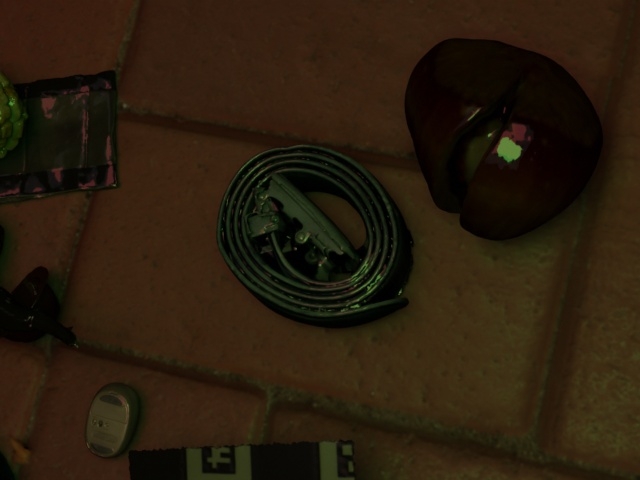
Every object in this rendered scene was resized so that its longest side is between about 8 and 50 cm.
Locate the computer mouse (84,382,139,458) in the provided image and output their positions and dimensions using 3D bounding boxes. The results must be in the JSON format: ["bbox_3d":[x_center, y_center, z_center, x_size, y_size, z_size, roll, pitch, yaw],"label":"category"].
[{"bbox_3d":[-0.263,0.229,1.480,0.066,0.039,0.096,13,90,18],"label":"computer mouse"}]

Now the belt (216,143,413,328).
[{"bbox_3d":[0.000,0.000,1.413,0.267,0.116,0.206,33,84,21],"label":"belt"}]

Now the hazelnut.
[{"bbox_3d":[0.202,-0.121,1.350,0.217,0.217,0.251,-43,62,3],"label":"hazelnut"}]

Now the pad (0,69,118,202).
[{"bbox_3d":[-0.389,-0.139,1.598,0.233,0.022,0.174,-6,77,13],"label":"pad"}]

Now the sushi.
[{"bbox_3d":[-0.061,0.417,1.366,0.296,0.100,0.373,-6,87,23],"label":"sushi"}]

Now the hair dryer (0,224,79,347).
[{"bbox_3d":[-0.438,0.109,1.446,0.359,0.120,0.303,13,61,38],"label":"hair dryer"}]

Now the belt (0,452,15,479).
[{"bbox_3d":[-0.473,0.322,1.495,0.141,0.082,0.190,-46,70,0],"label":"belt"}]

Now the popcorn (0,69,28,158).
[{"bbox_3d":[-0.465,-0.170,1.556,0.135,0.162,0.141,22,110,-18],"label":"popcorn"}]

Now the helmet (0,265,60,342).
[{"bbox_3d":[-0.375,0.095,1.526,0.111,0.057,0.089,-52,29,-4],"label":"helmet"}]
